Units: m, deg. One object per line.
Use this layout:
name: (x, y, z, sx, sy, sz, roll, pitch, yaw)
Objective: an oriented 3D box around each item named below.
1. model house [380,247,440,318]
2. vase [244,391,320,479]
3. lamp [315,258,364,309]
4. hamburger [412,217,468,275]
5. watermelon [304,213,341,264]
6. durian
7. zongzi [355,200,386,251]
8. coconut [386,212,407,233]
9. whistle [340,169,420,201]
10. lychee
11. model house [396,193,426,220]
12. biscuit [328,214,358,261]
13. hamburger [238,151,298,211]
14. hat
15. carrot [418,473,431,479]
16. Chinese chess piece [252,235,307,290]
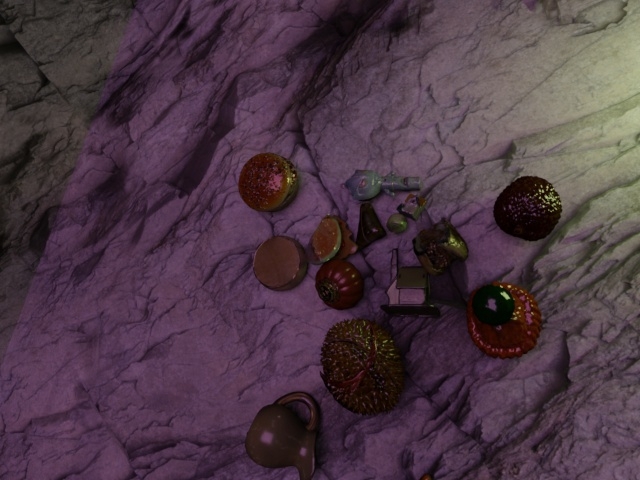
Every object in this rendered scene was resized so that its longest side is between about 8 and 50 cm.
model house: (0.365, 0.157, 1.799, 0.218, 0.205, 0.278, -1, 71, 20)
vase: (-0.122, 0.786, 1.852, 0.302, 0.241, 0.329, 20, 61, 12)
lamp: (0.080, 0.185, 1.891, 0.223, 0.196, 0.223, 18, 119, 36)
hamburger: (0.475, 0.035, 1.746, 0.168, 0.288, 0.192, -41, 99, 20)
watermelon: (0.009, 0.015, 1.954, 0.128, 0.146, 0.231, 35, 60, -5)
durian: (0.156, 0.473, 1.721, 0.348, 0.347, 0.384, -16, 112, 17)
zongzi: (0.180, -0.058, 1.976, 0.184, 0.084, 0.187, -38, 57, 31)
coconut: (0.323, -0.069, 1.909, 0.088, 0.088, 0.096, 12, 64, 23)
whistle: (0.257, -0.243, 1.956, 0.346, 0.133, 0.142, 1, 39, 11)
lychee: (0.775, -0.122, 1.677, 0.236, 0.236, 0.271, 28, 65, 24)
model house: (0.383, -0.151, 1.893, 0.088, 0.101, 0.100, 29, 89, 25)
biscuit: (0.068, -0.005, 1.997, 0.212, 0.041, 0.238, -18, 67, 34)
hamburger: (-0.250, -0.277, 2.123, 0.300, 0.176, 0.300, -4, 79, 20)
hat: (0.643, 0.270, 1.549, 0.285, 0.400, 0.285, -3, 78, 16)
carrot: (0.354, 0.965, 1.714, 0.037, 0.037, 0.190, 43, 100, 23)
Chinese chess piece: (-0.185, 0.104, 2.058, 0.257, 0.104, 0.257, -4, 78, 21)
